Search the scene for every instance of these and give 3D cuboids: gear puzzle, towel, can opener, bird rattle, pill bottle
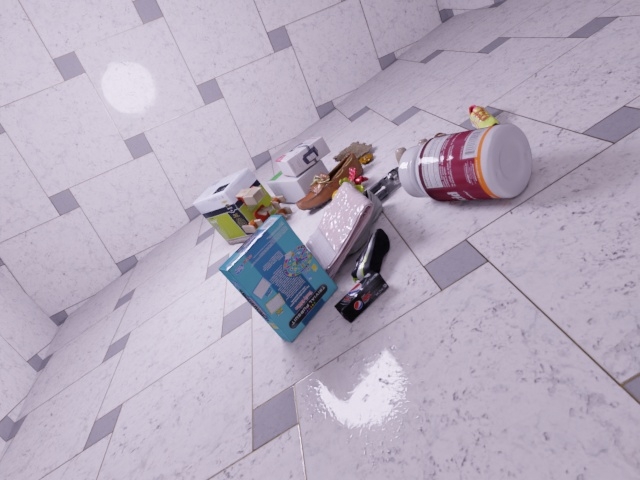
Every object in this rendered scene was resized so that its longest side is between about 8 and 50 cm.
[{"bbox_3d":[0.199,-0.455,2.521,0.175,0.044,0.339,-38,26,-7],"label":"gear puzzle"},{"bbox_3d":[0.062,-0.050,1.754,0.317,0.053,0.332,-59,21,11],"label":"towel"},{"bbox_3d":[0.247,-0.202,1.979,0.283,0.076,0.095,-39,-8,-3],"label":"can opener"},{"bbox_3d":[0.106,-0.225,2.128,0.207,0.143,0.253,-46,17,21],"label":"bird rattle"},{"bbox_3d":[0.458,-0.242,1.542,0.224,0.224,0.392,-47,25,-23],"label":"pill bottle"}]

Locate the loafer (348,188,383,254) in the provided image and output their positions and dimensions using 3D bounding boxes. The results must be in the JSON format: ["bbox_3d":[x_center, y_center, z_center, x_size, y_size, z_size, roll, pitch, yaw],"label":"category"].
[{"bbox_3d":[0.143,-0.072,1.802,0.112,0.111,0.319,-16,32,39],"label":"loafer"}]

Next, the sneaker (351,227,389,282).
[{"bbox_3d":[0.160,0.048,1.595,0.097,0.084,0.235,-18,30,39],"label":"sneaker"}]

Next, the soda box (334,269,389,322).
[{"bbox_3d":[0.126,0.171,1.446,0.169,0.060,0.053,-42,23,-12],"label":"soda box"}]

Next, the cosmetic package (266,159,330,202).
[{"bbox_3d":[-0.113,-0.314,2.544,0.197,0.155,0.365,-43,23,-22],"label":"cosmetic package"}]

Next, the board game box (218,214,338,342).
[{"bbox_3d":[-0.129,0.125,1.537,0.254,0.336,0.079,-47,26,-23],"label":"board game box"}]

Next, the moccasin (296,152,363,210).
[{"bbox_3d":[0.032,-0.287,2.302,0.380,0.147,0.139,-36,24,2],"label":"moccasin"}]

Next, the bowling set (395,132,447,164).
[{"bbox_3d":[0.462,-0.335,1.854,0.200,0.154,0.287,-29,15,-32],"label":"bowling set"}]

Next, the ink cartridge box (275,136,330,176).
[{"bbox_3d":[-0.091,-0.436,2.429,0.237,0.100,0.172,-37,23,-15],"label":"ink cartridge box"}]

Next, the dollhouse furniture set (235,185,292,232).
[{"bbox_3d":[-0.304,-0.145,2.369,0.135,0.259,0.262,2,42,41],"label":"dollhouse furniture set"}]

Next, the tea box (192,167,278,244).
[{"bbox_3d":[-0.445,-0.175,2.531,0.329,0.323,0.220,-9,36,46],"label":"tea box"}]

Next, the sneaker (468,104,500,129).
[{"bbox_3d":[0.652,-0.498,1.905,0.081,0.094,0.208,-32,25,7],"label":"sneaker"}]

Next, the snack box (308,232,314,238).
[{"bbox_3d":[0.000,0.000,1.978,0.064,0.022,0.178,-38,24,-1],"label":"snack box"}]
